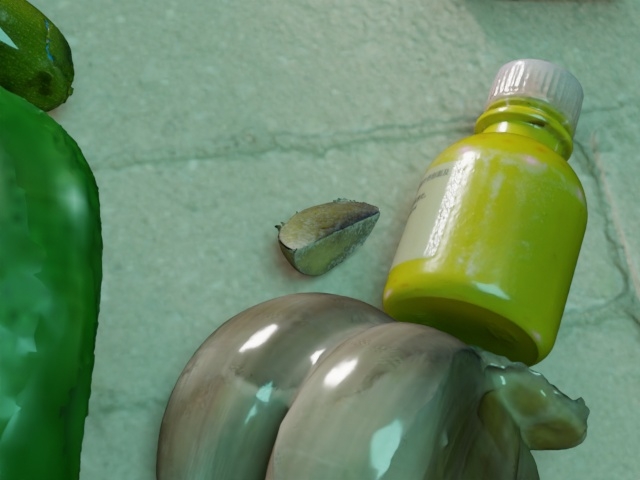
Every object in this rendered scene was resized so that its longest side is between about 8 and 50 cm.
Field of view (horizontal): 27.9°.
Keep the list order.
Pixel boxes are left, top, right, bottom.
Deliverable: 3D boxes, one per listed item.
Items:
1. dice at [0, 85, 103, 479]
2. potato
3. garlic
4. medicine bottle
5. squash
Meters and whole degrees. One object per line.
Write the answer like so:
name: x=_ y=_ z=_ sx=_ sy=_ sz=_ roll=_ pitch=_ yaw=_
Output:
dice: x=-0.275 y=0.074 z=0.645 sx=0.300 sy=0.297 sz=0.287 roll=12 pitch=63 yaw=-13
potato: x=-0.001 y=0.000 z=0.911 sx=0.037 sy=0.036 sz=0.093 roll=27 pitch=36 yaw=33
garlic: x=0.024 y=0.156 z=0.817 sx=0.292 sy=0.210 sz=0.237 roll=-39 pitch=119 yaw=-31
medicine bottle: x=0.129 y=-0.026 z=0.911 sx=0.121 sy=0.122 sz=0.212 roll=25 pitch=64 yaw=-8
squash: x=-0.311 y=-0.181 z=0.849 sx=0.331 sy=0.087 sz=0.087 roll=28 pitch=64 yaw=-4
